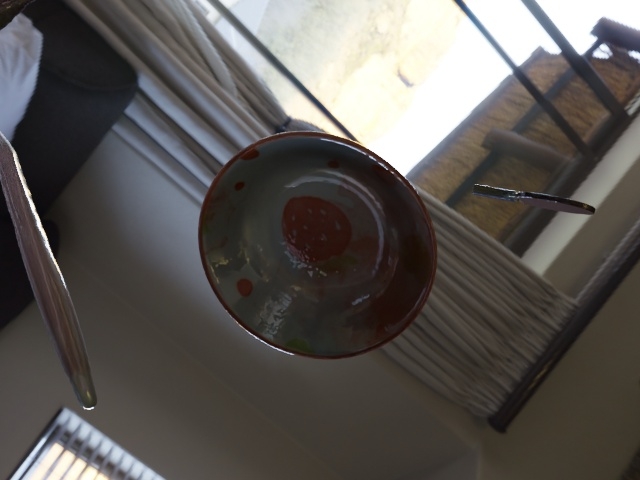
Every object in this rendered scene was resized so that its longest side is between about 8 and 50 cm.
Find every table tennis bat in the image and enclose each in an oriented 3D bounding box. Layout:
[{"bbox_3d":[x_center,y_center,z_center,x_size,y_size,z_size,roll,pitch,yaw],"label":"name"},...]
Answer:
[{"bbox_3d":[0.148,-0.029,0.423,0.050,0.083,0.007,10,93,-65],"label":"table tennis bat"}]

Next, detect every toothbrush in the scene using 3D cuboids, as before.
[{"bbox_3d":[-0.200,-0.035,0.404,0.029,0.307,0.025,-21,173,-14],"label":"toothbrush"}]

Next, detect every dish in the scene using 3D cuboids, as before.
[{"bbox_3d":[0.000,0.000,0.675,0.260,0.260,0.085,-40,-172,23],"label":"dish"}]

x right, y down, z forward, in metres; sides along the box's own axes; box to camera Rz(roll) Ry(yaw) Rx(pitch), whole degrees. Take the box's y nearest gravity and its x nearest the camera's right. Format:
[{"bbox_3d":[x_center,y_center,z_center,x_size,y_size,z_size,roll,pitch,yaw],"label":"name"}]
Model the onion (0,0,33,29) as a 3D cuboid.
[{"bbox_3d":[-0.270,-0.170,0.289,0.250,0.247,0.111,-60,170,-27],"label":"onion"}]
